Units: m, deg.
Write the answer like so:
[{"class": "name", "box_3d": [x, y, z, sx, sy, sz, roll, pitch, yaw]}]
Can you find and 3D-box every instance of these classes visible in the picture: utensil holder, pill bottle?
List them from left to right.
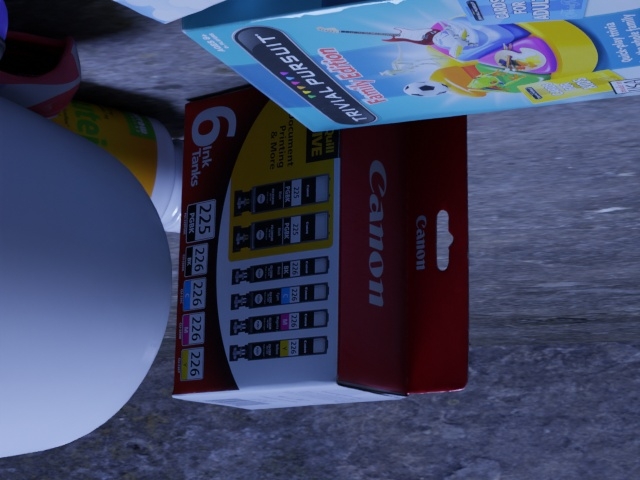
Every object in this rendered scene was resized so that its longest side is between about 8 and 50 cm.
[{"class": "utensil holder", "box_3d": [-0.325, 0.020, 0.960, 0.328, 0.327, 0.385, -3, 173, 17]}, {"class": "pill bottle", "box_3d": [-0.237, -0.074, 1.289, 0.246, 0.136, 0.136, 10, 164, -34]}]

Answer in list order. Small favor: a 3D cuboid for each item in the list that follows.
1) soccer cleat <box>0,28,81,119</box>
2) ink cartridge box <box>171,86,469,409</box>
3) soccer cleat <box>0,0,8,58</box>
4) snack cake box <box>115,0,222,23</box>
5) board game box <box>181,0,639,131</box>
[{"class": "soccer cleat", "box_3d": [-0.336, -0.159, 1.089, 0.248, 0.083, 0.095, 4, 151, -16]}, {"class": "ink cartridge box", "box_3d": [0.000, 0.000, 1.213, 0.272, 0.309, 0.130, -10, 163, 35]}, {"class": "soccer cleat", "box_3d": [-0.234, -0.170, 0.679, 0.108, 0.116, 0.318, 27, -178, -33]}, {"class": "snack cake box", "box_3d": [-0.136, -0.228, 0.601, 0.089, 0.152, 0.264, -13, 161, 37]}, {"class": "board game box", "box_3d": [0.099, -0.174, 0.971, 0.336, 0.079, 0.254, -5, 165, 22]}]
